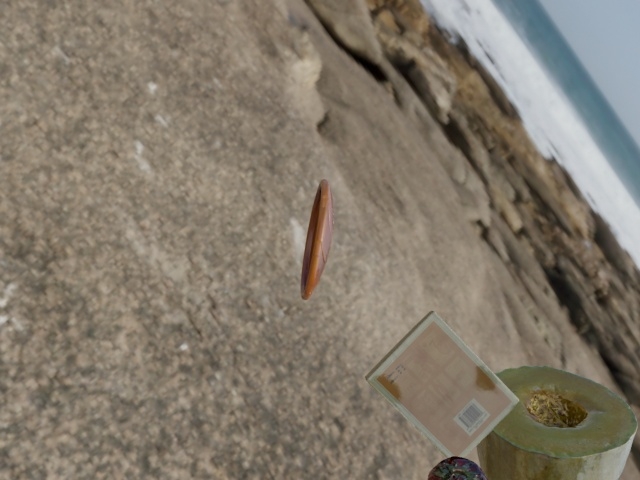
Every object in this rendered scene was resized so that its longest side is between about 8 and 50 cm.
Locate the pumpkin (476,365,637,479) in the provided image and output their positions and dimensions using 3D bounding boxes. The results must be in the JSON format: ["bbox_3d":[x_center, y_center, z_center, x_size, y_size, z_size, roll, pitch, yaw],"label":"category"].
[{"bbox_3d":[0.470,0.426,1.779,0.332,0.332,0.199,-62,159,-67],"label":"pumpkin"}]

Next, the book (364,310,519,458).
[{"bbox_3d":[0.217,0.263,1.507,0.242,0.170,0.018,46,-2,-14],"label":"book"}]

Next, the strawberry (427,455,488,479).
[{"bbox_3d":[0.208,0.383,1.292,0.106,0.106,0.106,45,23,-25],"label":"strawberry"}]

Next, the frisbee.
[{"bbox_3d":[0.000,0.000,1.333,0.035,0.192,0.192,9,33,-5],"label":"frisbee"}]
